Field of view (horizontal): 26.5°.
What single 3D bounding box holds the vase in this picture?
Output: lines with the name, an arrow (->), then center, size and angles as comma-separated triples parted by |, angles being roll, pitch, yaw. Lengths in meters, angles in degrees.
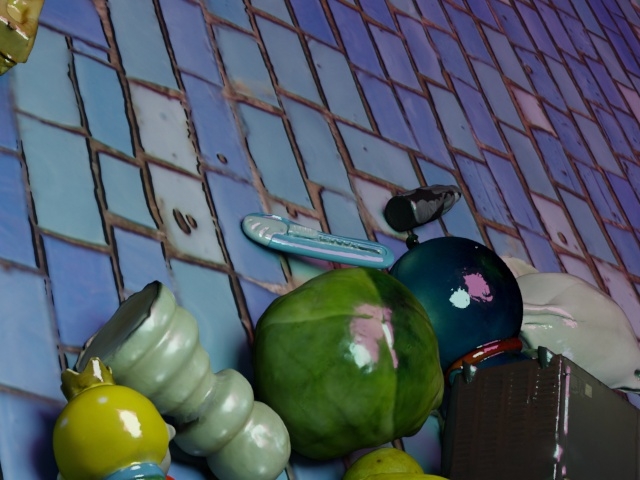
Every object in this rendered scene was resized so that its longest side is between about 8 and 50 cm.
vase -> 0.174, -0.060, 2.178 | 0.060, 0.060, 0.211 | 53, 31, 10

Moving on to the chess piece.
chess piece -> -0.129, 0.168, 1.451 | 0.243, 0.133, 0.133 | 44, 29, -16

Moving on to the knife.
knife -> 0.000, 0.000, 1.844 | 0.222, 0.031, 0.064 | 13, 37, -19

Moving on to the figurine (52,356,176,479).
figurine -> -0.172, 0.235, 1.322 | 0.185, 0.127, 0.234 | 29, 19, -51

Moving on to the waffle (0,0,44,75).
waffle -> -0.440, -0.363, 1.697 | 0.224, 0.098, 0.328 | 31, 35, -25

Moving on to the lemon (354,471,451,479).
lemon -> 0.092, 0.396, 1.254 | 0.387, 0.350, 0.350 | 57, 14, -49

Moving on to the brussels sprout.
brussels sprout -> 0.041, 0.148, 1.623 | 0.271, 0.210, 0.219 | 33, 34, -52

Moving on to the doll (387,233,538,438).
doll -> 0.202, 0.125, 1.867 | 0.198, 0.186, 0.322 | -15, 66, -47

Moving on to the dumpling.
dumpling -> 0.361, 0.126, 2.110 | 0.341, 0.181, 0.260 | 5, 29, -21

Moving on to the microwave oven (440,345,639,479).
microwave oven -> 0.281, 0.265, 1.680 | 0.247, 0.188, 0.178 | 33, 57, -37

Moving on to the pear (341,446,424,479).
pear -> 0.073, 0.296, 1.571 | 0.107, 0.107, 0.131 | 47, 23, -2
